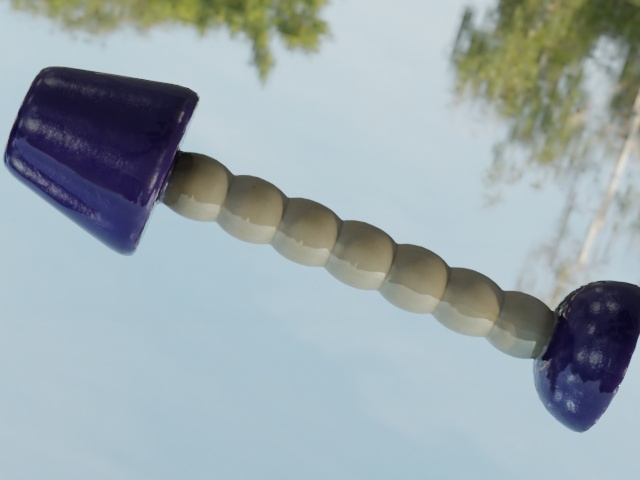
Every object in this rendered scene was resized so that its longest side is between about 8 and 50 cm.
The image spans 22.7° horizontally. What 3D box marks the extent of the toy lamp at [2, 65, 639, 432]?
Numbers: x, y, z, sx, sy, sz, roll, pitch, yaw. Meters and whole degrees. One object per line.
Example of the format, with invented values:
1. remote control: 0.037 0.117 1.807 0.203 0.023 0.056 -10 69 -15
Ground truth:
1. toy lamp: 0.000 0.000 0.683 0.275 0.080 0.080 22 -161 -3
